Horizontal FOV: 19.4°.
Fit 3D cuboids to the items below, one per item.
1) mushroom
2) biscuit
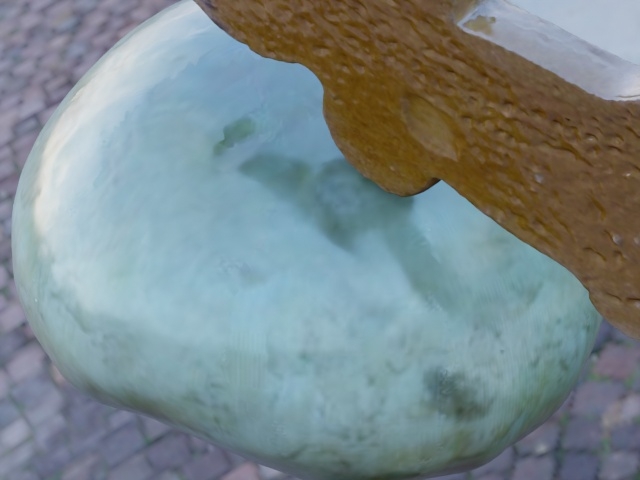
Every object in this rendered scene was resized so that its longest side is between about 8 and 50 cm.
[{"bbox_3d":[0.000,0.000,1.079,0.352,0.260,0.352,4,39,-3],"label":"mushroom"},{"bbox_3d":[0.056,-0.084,0.850,0.324,0.205,0.049,30,62,19],"label":"biscuit"}]
